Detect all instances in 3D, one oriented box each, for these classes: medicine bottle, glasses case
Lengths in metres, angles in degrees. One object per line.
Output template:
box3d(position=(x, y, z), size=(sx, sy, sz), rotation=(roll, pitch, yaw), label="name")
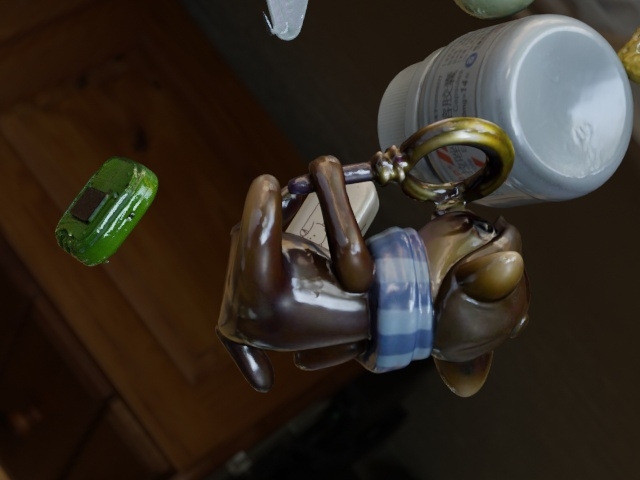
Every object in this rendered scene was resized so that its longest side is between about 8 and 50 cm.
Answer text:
box3d(position=(0.241, -0.165, 2.269), size=(0.245, 0.245, 0.306), rotation=(-32, -167, -29), label="medicine bottle")
box3d(position=(0.000, 0.000, 2.093), size=(0.196, 0.083, 0.050), rotation=(-60, 156, -17), label="glasses case")

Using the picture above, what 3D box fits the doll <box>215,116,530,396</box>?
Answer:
box3d(position=(0.053, 0.028, 1.786), size=(0.209, 0.340, 0.318), rotation=(-82, 173, -56), label="doll")

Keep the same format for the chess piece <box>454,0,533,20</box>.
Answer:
box3d(position=(0.161, -0.357, 1.786), size=(0.144, 0.251, 0.144), rotation=(-20, -174, 2), label="chess piece")

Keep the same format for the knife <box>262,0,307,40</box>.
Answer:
box3d(position=(-0.057, -0.335, 1.415), size=(0.081, 0.336, 0.043), rotation=(-26, -157, -23), label="knife")

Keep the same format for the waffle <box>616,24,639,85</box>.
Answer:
box3d(position=(0.524, -0.273, 2.165), size=(0.055, 0.221, 0.248), rotation=(31, 99, -43), label="waffle")

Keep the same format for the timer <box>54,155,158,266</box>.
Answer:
box3d(position=(-0.241, -0.035, 1.882), size=(0.128, 0.047, 0.140), rotation=(-53, -155, -6), label="timer")
